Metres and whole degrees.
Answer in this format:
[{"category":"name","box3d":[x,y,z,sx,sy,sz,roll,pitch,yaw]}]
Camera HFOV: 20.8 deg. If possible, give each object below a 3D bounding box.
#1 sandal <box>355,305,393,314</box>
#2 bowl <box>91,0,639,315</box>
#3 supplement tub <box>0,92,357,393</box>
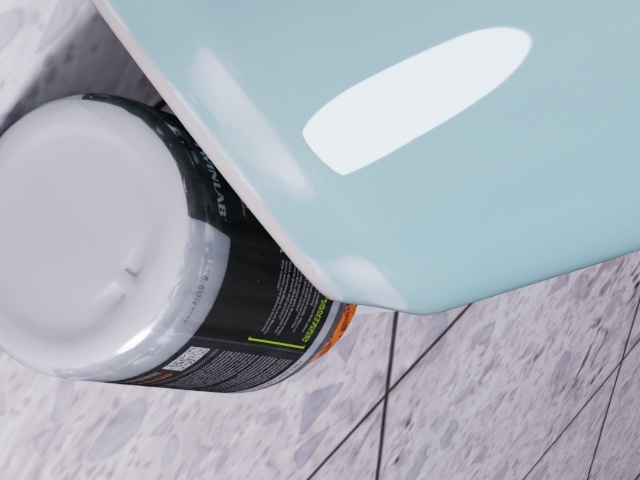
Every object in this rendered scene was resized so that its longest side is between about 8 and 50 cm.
[{"category":"sandal","box3d":[0.000,-0.010,0.961,0.265,0.076,0.102,-15,121,-32]},{"category":"bowl","box3d":[0.015,-0.096,0.625,0.163,0.311,0.311,-37,158,2]},{"category":"supplement tub","box3d":[-0.060,0.008,0.768,0.117,0.117,0.190,-60,155,6]}]
